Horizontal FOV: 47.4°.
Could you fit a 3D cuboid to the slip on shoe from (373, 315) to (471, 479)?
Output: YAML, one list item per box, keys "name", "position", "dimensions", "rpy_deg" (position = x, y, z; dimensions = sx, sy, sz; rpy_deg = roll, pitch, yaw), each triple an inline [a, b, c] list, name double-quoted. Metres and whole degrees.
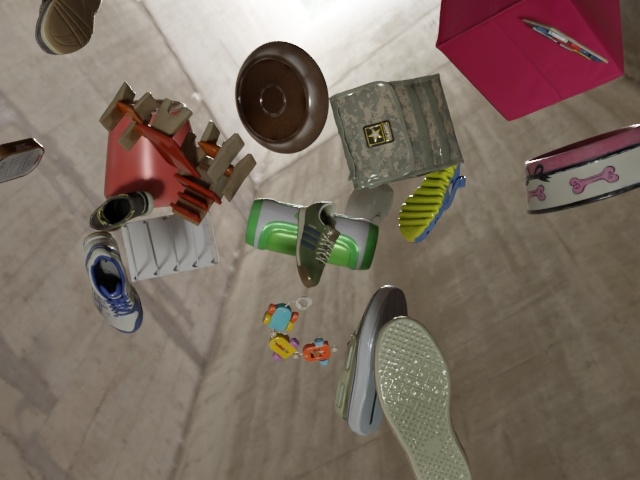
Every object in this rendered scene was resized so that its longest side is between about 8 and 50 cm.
- name: "slip on shoe"
  position: [0.163, 0.273, 1.200]
  dimensions: [0.101, 0.123, 0.331]
  rpy_deg: [-114, 4, -74]

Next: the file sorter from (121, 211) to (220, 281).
- name: "file sorter"
  position: [-0.480, 0.014, 2.336]
  dimensions: [0.173, 0.278, 0.192]
  rpy_deg: [178, 81, -73]

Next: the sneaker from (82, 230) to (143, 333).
- name: "sneaker"
  position: [-0.516, 0.128, 1.797]
  dimensions: [0.131, 0.112, 0.296]
  rpy_deg: [-126, 18, -57]

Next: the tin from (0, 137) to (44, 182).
- name: "tin"
  position: [-0.743, -0.190, 1.761]
  dimensions: [0.040, 0.106, 0.190]
  rpy_deg: [44, -154, 2]

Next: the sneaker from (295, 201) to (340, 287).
- name: "sneaker"
  position: [0.000, 0.000, 1.522]
  dimensions: [0.064, 0.086, 0.192]
  rpy_deg: [36, -136, -47]

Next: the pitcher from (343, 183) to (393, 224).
- name: "pitcher"
  position: [0.136, -0.068, 2.143]
  dimensions: [0.126, 0.207, 0.177]
  rpy_deg: [15, -151, -37]

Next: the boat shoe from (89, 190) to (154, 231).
- name: "boat shoe"
  position: [-0.510, -0.072, 1.809]
  dimensions: [0.069, 0.228, 0.081]
  rpy_deg: [-10, -96, -53]

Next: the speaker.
- name: "speaker"
  position: [-0.020, -0.014, 1.705]
  dimensions: [0.297, 0.131, 0.131]
  rpy_deg: [12, -158, -1]

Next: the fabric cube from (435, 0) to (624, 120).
- name: "fabric cube"
  position: [0.404, -0.435, 1.416]
  dimensions: [0.258, 0.259, 0.254]
  rpy_deg: [33, -127, -35]

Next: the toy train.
- name: "toy train"
  position: [-0.043, 0.172, 1.403]
  dimensions: [0.046, 0.125, 0.166]
  rpy_deg: [-97, -10, -61]

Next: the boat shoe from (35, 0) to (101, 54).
- name: "boat shoe"
  position: [-0.519, -0.457, 1.475]
  dimensions: [0.103, 0.092, 0.285]
  rpy_deg: [54, -153, -42]

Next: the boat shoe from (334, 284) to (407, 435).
- name: "boat shoe"
  position: [0.087, 0.227, 1.418]
  dimensions: [0.109, 0.302, 0.094]
  rpy_deg: [5, -169, -46]

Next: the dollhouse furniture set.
- name: "dollhouse furniture set"
  position: [-0.261, -0.142, 1.369]
  dimensions: [0.262, 0.135, 0.259]
  rpy_deg: [26, 166, 20]

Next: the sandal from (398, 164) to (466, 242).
- name: "sandal"
  position: [0.339, -0.122, 2.119]
  dimensions: [0.126, 0.317, 0.138]
  rpy_deg: [19, 162, 42]

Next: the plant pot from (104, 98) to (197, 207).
- name: "plant pot"
  position: [-0.452, -0.242, 1.960]
  dimensions: [0.275, 0.275, 0.243]
  rpy_deg: [-81, -8, -67]

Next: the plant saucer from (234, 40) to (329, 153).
- name: "plant saucer"
  position: [-0.121, -0.387, 2.003]
  dimensions: [0.050, 0.311, 0.310]
  rpy_deg: [-27, -95, -54]

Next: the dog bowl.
- name: "dog bowl"
  position: [0.764, -0.207, 2.065]
  dimensions: [0.408, 0.408, 0.150]
  rpy_deg: [-36, -72, -75]

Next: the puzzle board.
- name: "puzzle board"
  position: [0.408, -0.333, 1.221]
  dimensions: [0.128, 0.011, 0.096]
  rpy_deg: [21, -163, -23]

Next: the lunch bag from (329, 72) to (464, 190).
- name: "lunch bag"
  position: [0.171, -0.257, 1.744]
  dimensions: [0.287, 0.169, 0.235]
  rpy_deg: [-16, -89, -31]
